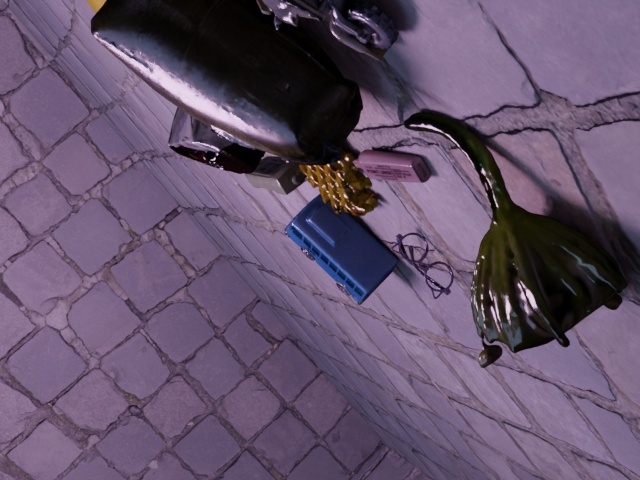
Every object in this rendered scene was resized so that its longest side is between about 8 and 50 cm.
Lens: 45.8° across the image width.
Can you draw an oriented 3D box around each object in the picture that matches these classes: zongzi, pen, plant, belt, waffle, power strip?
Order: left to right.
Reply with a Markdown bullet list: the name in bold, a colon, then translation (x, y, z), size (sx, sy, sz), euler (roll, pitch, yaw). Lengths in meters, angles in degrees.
- **belt**: translation (-0.198, -0.232, 1.548), size (0.184, 0.164, 0.289), euler (23, 175, -23)
- **zongzi**: translation (-0.097, -0.247, 1.221), size (0.403, 0.207, 0.432), euler (34, -178, 11)
- **power strip**: translation (-0.097, -0.146, 1.651), size (0.048, 0.080, 0.286), euler (58, 165, -18)
- **waffle**: translation (0.013, -0.137, 1.405), size (0.231, 0.051, 0.229), euler (50, 169, -11)
- **pen**: translation (0.104, -0.119, 1.212), size (0.053, 0.032, 0.197), euler (53, 164, -24)
- **plant**: translation (0.214, -0.007, 0.937), size (0.333, 0.180, 0.251), euler (53, 155, -10)

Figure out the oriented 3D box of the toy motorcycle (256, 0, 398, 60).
- **toy motorcycle**: translation (-0.005, -0.299, 0.936), size (0.229, 0.094, 0.130), euler (33, 170, 3)

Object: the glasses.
- **glasses**: translation (0.178, 0.046, 1.391), size (0.140, 0.062, 0.104), euler (48, 168, -2)

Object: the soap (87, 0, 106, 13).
- **soap**: translation (-0.416, -0.527, 1.458), size (0.306, 0.115, 0.427), euler (37, 163, 48)

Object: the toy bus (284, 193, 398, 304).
- **toy bus**: translation (0.041, 0.010, 1.596), size (0.234, 0.116, 0.133), euler (43, 166, 7)
